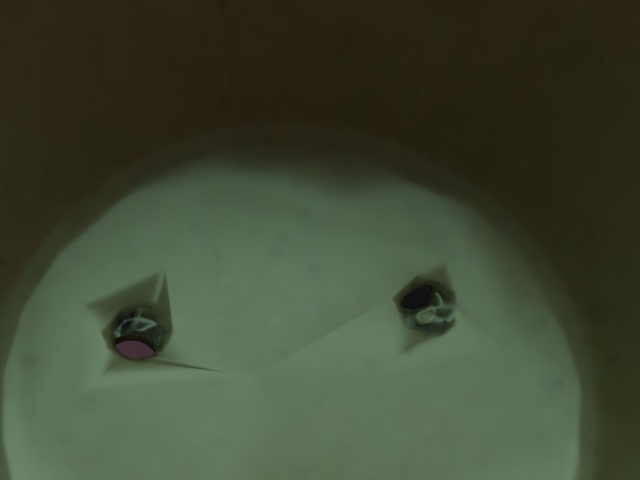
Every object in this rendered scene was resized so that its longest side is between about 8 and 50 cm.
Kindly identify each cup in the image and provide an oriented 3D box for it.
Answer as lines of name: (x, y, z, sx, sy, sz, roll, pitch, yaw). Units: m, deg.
cup: (0.000, 0.000, 0.400, 0.331, 0.237, 0.331, 2, 65, -5)

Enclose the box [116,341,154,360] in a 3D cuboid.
box: (-0.114, 0.008, 0.590, 0.275, 0.094, 0.113, 3, 29, -2)
